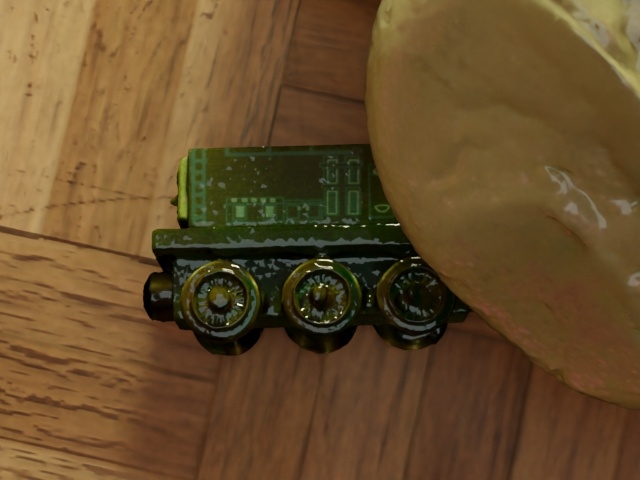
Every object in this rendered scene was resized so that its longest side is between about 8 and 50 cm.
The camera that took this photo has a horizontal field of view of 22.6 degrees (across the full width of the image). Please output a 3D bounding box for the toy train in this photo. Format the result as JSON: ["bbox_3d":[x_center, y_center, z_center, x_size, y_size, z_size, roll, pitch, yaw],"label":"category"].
[{"bbox_3d":[0.000,0.000,1.013,0.225,0.090,0.137,-1,77,-1],"label":"toy train"}]

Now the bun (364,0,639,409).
[{"bbox_3d":[0.211,-0.078,0.902,0.361,0.213,0.361,-1,94,-21],"label":"bun"}]
